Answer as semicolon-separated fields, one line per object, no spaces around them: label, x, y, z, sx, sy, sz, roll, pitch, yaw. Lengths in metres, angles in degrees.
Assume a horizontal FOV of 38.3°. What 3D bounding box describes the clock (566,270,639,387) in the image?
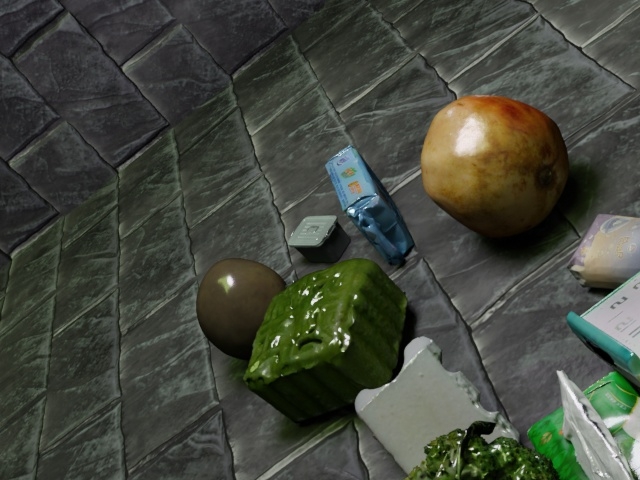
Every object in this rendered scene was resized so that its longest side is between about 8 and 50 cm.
clock;0.454;0.093;1.136;0.231;0.116;0.262;-37;4;3

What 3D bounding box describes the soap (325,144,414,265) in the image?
soap;0.096;-0.074;1.831;0.077;0.156;0.293;-35;29;9

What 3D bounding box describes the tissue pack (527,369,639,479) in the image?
tissue pack;0.348;0.261;1.085;0.148;0.156;0.209;-39;30;11

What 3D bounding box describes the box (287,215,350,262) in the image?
box;0.000;0.000;1.937;0.122;0.069;0.084;1;49;51

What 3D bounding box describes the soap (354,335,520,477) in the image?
soap;0.187;0.291;1.357;0.159;0.258;0.302;-45;-15;-3

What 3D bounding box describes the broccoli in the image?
broccoli;0.148;0.377;1.056;0.321;0.283;0.304;-57;43;19

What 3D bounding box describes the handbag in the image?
handbag;0.457;0.015;1.341;0.173;0.095;0.117;5;56;57

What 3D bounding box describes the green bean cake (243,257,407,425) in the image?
green bean cake;0.011;0.168;1.600;0.250;0.156;0.247;-28;29;37

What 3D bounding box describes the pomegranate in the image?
pomegranate;0.286;-0.130;1.586;0.270;0.252;0.229;22;88;56

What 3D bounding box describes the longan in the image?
longan;-0.146;0.135;1.792;0.197;0.220;0.196;-5;60;9
